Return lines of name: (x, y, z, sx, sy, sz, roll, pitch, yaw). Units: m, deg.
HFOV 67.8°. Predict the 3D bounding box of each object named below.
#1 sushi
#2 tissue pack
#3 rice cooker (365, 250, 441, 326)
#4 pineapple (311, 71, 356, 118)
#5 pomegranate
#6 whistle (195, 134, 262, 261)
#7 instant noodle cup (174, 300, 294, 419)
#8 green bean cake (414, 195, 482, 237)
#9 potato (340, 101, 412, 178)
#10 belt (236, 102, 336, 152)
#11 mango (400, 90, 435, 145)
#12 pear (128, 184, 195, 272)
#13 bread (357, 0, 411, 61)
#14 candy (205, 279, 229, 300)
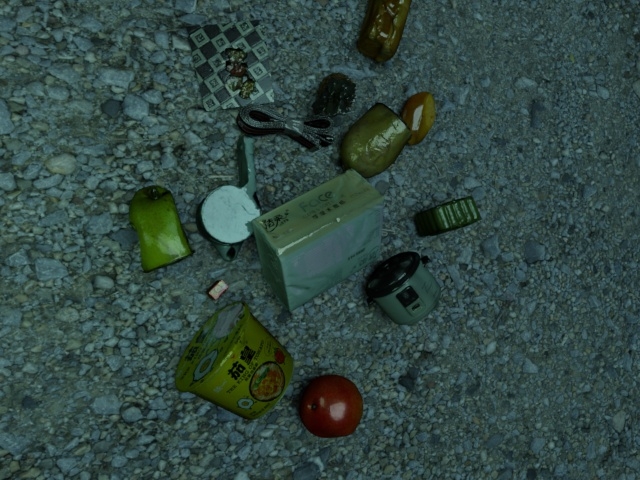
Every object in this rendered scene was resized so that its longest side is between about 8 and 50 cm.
sushi: (-0.303, -0.602, 1.650, 0.263, 0.050, 0.290, -10, 94, -7)
tissue pack: (0.000, 0.000, 1.594, 0.404, 0.332, 0.205, -30, 54, -21)
rice cooker: (0.299, 0.167, 1.749, 0.280, 0.241, 0.227, -37, 106, 11)
pineapple: (0.051, -0.491, 1.651, 0.170, 0.310, 0.141, -26, 113, 12)
pomegranate: (0.048, 0.579, 1.655, 0.256, 0.220, 0.221, 41, 73, -42)
whistle: (-0.274, -0.141, 1.576, 0.188, 0.168, 0.405, 30, 78, -17)
instant noodle cup: (-0.254, 0.392, 1.499, 0.254, 0.325, 0.326, 44, 73, -23)
green bean cake: (0.490, -0.090, 1.851, 0.200, 0.214, 0.113, -15, 87, -21)
potato: (0.191, -0.352, 1.765, 0.266, 0.229, 0.229, -43, 103, -2)
belt: (-0.119, -0.404, 1.689, 0.359, 0.094, 0.126, 9, 85, -21)
mango: (0.381, -0.480, 1.887, 0.141, 0.102, 0.218, 17, 84, -44)
pear: (-0.495, -0.042, 1.448, 0.163, 0.238, 0.256, -19, 96, -15)
bread: (0.260, -0.864, 1.808, 0.148, 0.195, 0.344, 18, 84, -14)
candy: (-0.340, 0.162, 1.562, 0.038, 0.122, 0.062, 47, 73, -9)
